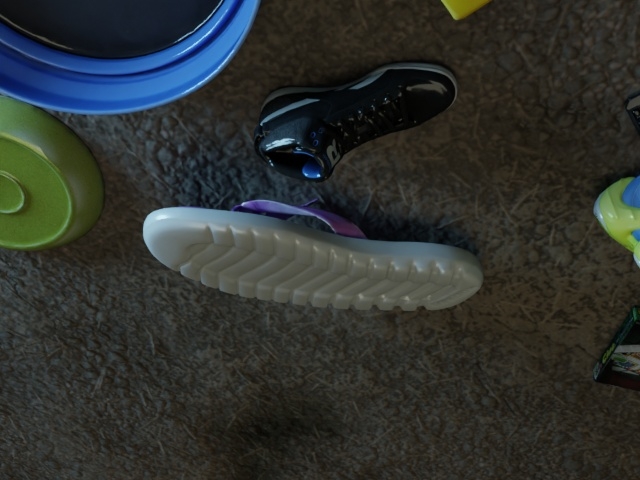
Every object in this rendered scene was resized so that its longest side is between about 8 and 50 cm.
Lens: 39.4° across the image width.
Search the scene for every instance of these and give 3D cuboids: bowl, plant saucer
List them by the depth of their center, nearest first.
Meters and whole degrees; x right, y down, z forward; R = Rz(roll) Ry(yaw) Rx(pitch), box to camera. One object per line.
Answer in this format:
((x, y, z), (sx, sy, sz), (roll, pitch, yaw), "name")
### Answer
((-0.237, -0.299, 0.834), (0.392, 0.077, 0.391), (4, 133, 4), "bowl")
((-0.387, -0.068, 1.091), (0.241, 0.037, 0.240), (4, 133, 5), "plant saucer")

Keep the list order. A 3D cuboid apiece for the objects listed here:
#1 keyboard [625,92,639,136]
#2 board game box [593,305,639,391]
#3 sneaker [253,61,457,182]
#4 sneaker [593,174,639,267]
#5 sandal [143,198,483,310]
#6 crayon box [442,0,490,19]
((0.422, -0.141, 0.912), (0.192, 0.038, 0.100), (-24, 125, 27), "keyboard")
((0.511, 0.166, 1.184), (0.260, 0.030, 0.136), (13, 130, -4), "board game box")
((0.037, -0.113, 0.933), (0.217, 0.121, 0.079), (-9, 131, 15), "sneaker")
((0.407, 0.010, 0.949), (0.126, 0.240, 0.091), (-46, 158, 21), "sneaker")
((-0.006, 0.007, 1.073), (0.417, 0.102, 0.169), (12, 149, -20), "sandal")
((0.124, -0.389, 0.617), (0.313, 0.106, 0.363), (-29, 120, 27), "crayon box")
